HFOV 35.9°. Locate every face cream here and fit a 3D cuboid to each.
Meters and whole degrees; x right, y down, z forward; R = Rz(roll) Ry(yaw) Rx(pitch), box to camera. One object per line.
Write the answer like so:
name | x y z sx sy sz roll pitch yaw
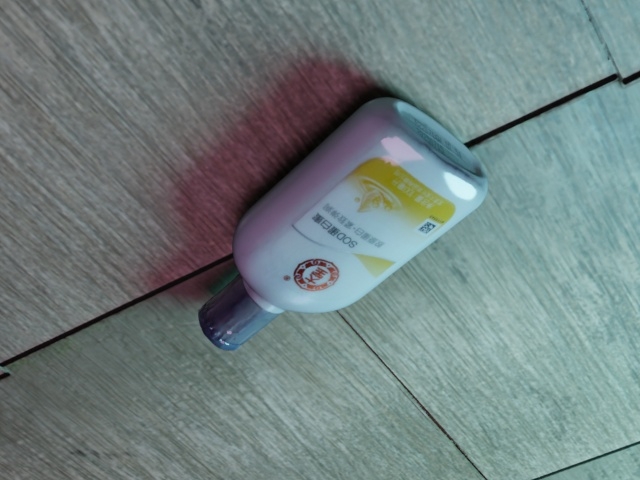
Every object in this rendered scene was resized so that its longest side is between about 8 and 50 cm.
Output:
face cream | 0.000 0.000 0.862 0.144 0.071 0.291 34 123 -30
